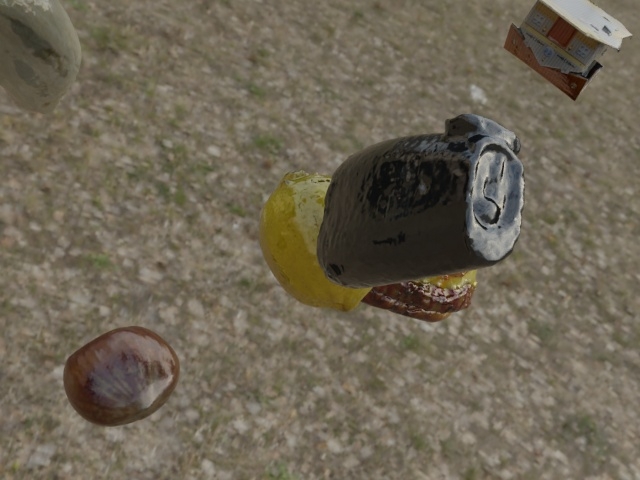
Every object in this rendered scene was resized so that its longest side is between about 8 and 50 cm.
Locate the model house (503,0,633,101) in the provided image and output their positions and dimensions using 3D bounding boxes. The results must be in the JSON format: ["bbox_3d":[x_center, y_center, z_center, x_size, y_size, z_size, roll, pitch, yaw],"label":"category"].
[{"bbox_3d":[0.366,-0.329,1.474,0.219,0.136,0.207,38,33,10],"label":"model house"}]

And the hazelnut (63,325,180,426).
[{"bbox_3d":[-0.368,0.260,1.713,0.212,0.181,0.181,-29,76,-22],"label":"hazelnut"}]

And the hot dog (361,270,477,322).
[{"bbox_3d":[0.159,0.043,1.848,0.405,0.185,0.223,19,18,-21],"label":"hot dog"}]

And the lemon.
[{"bbox_3d":[0.000,0.000,1.537,0.204,0.204,0.260,-15,77,-48],"label":"lemon"}]

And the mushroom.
[{"bbox_3d":[-0.443,-0.312,1.264,0.137,0.154,0.407,46,-5,14],"label":"mushroom"}]

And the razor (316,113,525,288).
[{"bbox_3d":[0.106,-0.039,1.105,0.107,0.327,0.189,16,76,-27],"label":"razor"}]
